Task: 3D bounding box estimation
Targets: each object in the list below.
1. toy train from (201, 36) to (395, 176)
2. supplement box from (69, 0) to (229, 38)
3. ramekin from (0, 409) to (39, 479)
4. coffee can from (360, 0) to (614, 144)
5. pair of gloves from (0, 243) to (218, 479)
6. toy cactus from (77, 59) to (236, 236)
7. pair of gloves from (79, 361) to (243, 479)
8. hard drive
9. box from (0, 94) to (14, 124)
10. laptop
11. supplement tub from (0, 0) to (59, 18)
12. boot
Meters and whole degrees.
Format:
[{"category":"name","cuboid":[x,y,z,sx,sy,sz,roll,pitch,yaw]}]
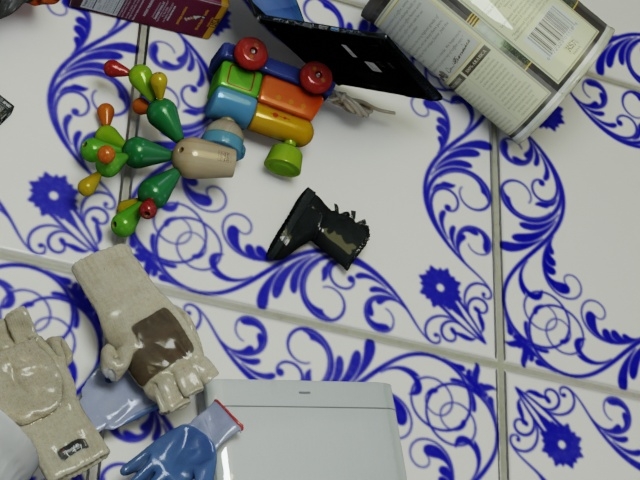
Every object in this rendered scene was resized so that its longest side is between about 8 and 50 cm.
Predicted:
[{"category":"toy train","cuboid":[-0.027,-0.141,1.893,0.248,0.105,0.143,19,67,-16]},{"category":"supplement box","cuboid":[-0.213,-0.334,1.915,0.188,0.081,0.104,11,59,-21]},{"category":"ramekin","cuboid":[-0.414,0.204,1.406,0.277,0.277,0.135,29,62,-9]},{"category":"coffee can","cuboid":[0.221,-0.290,2.029,0.275,0.201,0.201,40,53,-2]},{"category":"pair of gloves","cuboid":[-0.246,0.130,1.637,0.240,0.042,0.204,-34,72,-27]},{"category":"toy cactus","cuboid":[-0.188,-0.109,1.779,0.180,0.112,0.219,6,58,-10]},{"category":"pair of gloves","cuboid":[-0.182,0.204,1.640,0.198,0.023,0.159,41,60,17]},{"category":"hard drive","cuboid":[-0.005,0.324,1.671,0.233,0.047,0.353,4,62,-24]},{"category":"box","cuboid":[-0.406,-0.157,1.761,0.083,0.018,0.067,38,54,-3]},{"category":"laptop","cuboid":[0.014,-0.287,1.890,0.264,0.234,0.137,12,82,24]},{"category":"supplement tub","cuboid":[-0.463,-0.354,1.727,0.337,0.207,0.207,-2,64,-26]},{"category":"boot","cuboid":[0.000,0.000,1.858,0.099,0.045,0.121,37,53,-8]}]
